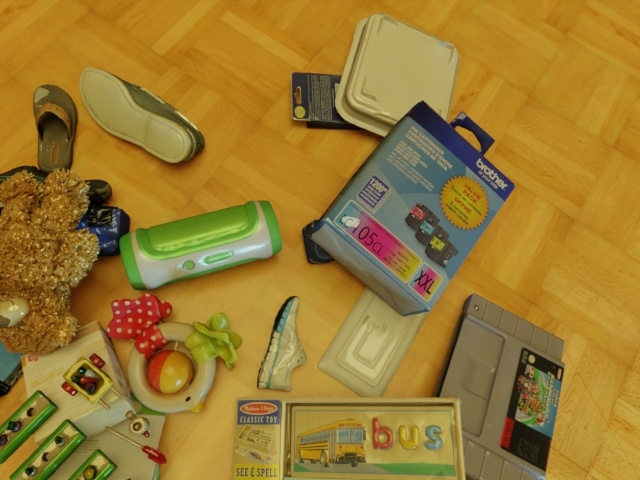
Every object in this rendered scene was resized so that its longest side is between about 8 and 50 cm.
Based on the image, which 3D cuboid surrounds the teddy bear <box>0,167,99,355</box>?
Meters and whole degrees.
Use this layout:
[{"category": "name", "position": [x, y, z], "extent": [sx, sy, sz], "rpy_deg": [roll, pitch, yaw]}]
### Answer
[{"category": "teddy bear", "position": [-0.506, 0.027, 0.893], "extent": [0.245, 0.113, 0.337], "rpy_deg": [14, 76, 3]}]

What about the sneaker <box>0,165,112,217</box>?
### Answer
[{"category": "sneaker", "position": [-0.562, -0.106, 1.022], "extent": [0.268, 0.101, 0.106], "rpy_deg": [-8, 70, -11]}]

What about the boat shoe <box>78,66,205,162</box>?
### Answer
[{"category": "boat shoe", "position": [-0.394, -0.277, 1.125], "extent": [0.319, 0.116, 0.099], "rpy_deg": [34, 27, 11]}]

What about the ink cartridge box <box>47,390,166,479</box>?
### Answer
[{"category": "ink cartridge box", "position": [-0.374, 0.393, 0.887], "extent": [0.189, 0.097, 0.255], "rpy_deg": [5, 36, -6]}]

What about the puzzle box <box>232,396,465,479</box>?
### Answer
[{"category": "puzzle box", "position": [0.044, 0.410, 0.881], "extent": [0.409, 0.052, 0.272], "rpy_deg": [-5, 69, 12]}]

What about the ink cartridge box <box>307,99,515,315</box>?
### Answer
[{"category": "ink cartridge box", "position": [0.201, -0.086, 1.037], "extent": [0.270, 0.151, 0.395], "rpy_deg": [40, 71, -5]}]

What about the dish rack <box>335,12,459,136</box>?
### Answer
[{"category": "dish rack", "position": [0.203, -0.394, 1.219], "extent": [0.286, 0.072, 0.332], "rpy_deg": [20, 67, -10]}]

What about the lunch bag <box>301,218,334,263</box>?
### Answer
[{"category": "lunch bag", "position": [0.000, 0.000, 1.082], "extent": [0.067, 0.065, 0.098], "rpy_deg": [-2, 74, -28]}]

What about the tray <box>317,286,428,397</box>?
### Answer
[{"category": "tray", "position": [0.124, 0.185, 1.055], "extent": [0.145, 0.030, 0.270], "rpy_deg": [33, 70, 5]}]

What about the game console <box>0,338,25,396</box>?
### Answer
[{"category": "game console", "position": [-0.620, 0.215, 0.913], "extent": [0.144, 0.124, 0.085], "rpy_deg": [30, 96, 3]}]

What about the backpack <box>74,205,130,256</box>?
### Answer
[{"category": "backpack", "position": [-0.452, -0.020, 1.009], "extent": [0.120, 0.098, 0.101], "rpy_deg": [2, 74, -8]}]

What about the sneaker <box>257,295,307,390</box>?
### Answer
[{"category": "sneaker", "position": [-0.062, 0.206, 1.008], "extent": [0.083, 0.071, 0.190], "rpy_deg": [18, 78, -8]}]

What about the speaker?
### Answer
[{"category": "speaker", "position": [-0.234, 0.007, 1.015], "extent": [0.297, 0.131, 0.131], "rpy_deg": [-15, 74, -13]}]

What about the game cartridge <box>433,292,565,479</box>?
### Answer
[{"category": "game cartridge", "position": [0.348, 0.299, 0.997], "extent": [0.230, 0.068, 0.355], "rpy_deg": [25, 57, 6]}]

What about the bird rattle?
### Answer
[{"category": "bird rattle", "position": [-0.278, 0.209, 0.938], "extent": [0.254, 0.143, 0.206], "rpy_deg": [11, 78, -2]}]

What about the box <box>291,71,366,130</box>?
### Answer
[{"category": "box", "position": [0.041, -0.333, 1.218], "extent": [0.225, 0.036, 0.136], "rpy_deg": [2, 71, -10]}]

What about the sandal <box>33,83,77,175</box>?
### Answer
[{"category": "sandal", "position": [-0.576, -0.244, 1.088], "extent": [0.090, 0.060, 0.219], "rpy_deg": [-3, 72, -9]}]

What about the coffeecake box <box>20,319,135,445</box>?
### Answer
[{"category": "coffeecake box", "position": [-0.427, 0.252, 0.893], "extent": [0.142, 0.068, 0.185], "rpy_deg": [-27, 49, -15]}]

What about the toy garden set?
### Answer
[{"category": "toy garden set", "position": [-0.358, 0.314, 0.776], "extent": [0.244, 0.049, 0.204], "rpy_deg": [40, 70, 7]}]
